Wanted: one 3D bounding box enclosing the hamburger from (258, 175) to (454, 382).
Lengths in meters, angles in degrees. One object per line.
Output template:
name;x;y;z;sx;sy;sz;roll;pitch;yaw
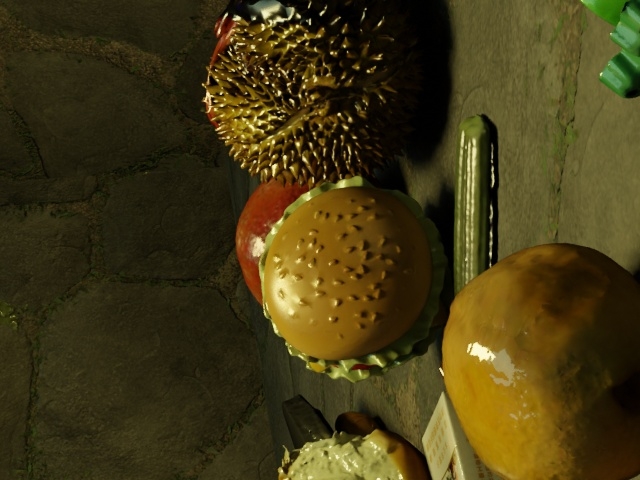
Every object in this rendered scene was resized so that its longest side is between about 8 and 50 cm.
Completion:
hamburger;0.044;0.051;1.605;0.212;0.274;0.275;51;-151;-70

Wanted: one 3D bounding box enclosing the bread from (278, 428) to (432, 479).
bread;0.087;0.418;1.664;0.250;0.224;0.279;62;-170;-57

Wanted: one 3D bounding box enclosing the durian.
durian;-0.007;-0.241;1.698;0.384;0.347;0.348;-97;7;-67

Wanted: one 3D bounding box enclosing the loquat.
loquat;0.213;0.115;1.032;0.238;0.193;0.238;44;148;38

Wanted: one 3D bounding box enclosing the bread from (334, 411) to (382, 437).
bread;0.082;0.372;2.108;0.189;0.077;0.114;-124;10;-63

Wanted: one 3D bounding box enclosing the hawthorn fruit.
hawthorn fruit;-0.004;0.012;1.915;0.311;0.294;0.295;137;127;-77

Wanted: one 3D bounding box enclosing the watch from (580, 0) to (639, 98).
watch;0.239;-0.201;0.827;0.152;0.165;0.131;59;146;26

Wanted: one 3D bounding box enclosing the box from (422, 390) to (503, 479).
box;0.197;0.328;1.513;0.149;0.067;0.233;97;165;-55

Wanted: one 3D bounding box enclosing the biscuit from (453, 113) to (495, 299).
biscuit;0.192;0.002;1.486;0.099;0.038;0.323;-119;26;-71

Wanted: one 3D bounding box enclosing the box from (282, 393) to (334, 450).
box;0.038;0.463;2.089;0.359;0.091;0.350;-150;37;-76
